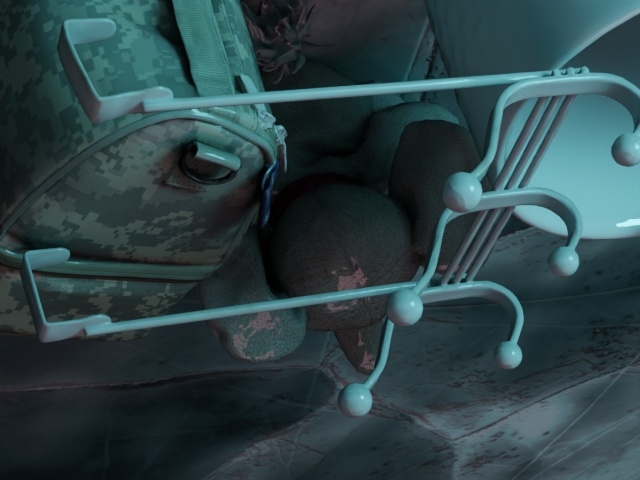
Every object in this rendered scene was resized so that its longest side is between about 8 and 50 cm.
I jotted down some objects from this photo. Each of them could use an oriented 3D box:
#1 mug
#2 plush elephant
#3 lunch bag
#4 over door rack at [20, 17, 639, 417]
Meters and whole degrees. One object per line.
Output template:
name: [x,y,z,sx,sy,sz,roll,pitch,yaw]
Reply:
mug: [0.233,-0.233,1.174,0.374,0.328,0.276,-28,148,18]
plush elephant: [0.008,-0.012,1.494,0.271,0.255,0.330,-16,149,0]
lunch bag: [-0.151,-0.110,1.212,0.212,0.305,0.256,7,143,-34]
over door rack: [0.000,0.000,1.041,0.324,0.108,0.239,3,144,-15]
